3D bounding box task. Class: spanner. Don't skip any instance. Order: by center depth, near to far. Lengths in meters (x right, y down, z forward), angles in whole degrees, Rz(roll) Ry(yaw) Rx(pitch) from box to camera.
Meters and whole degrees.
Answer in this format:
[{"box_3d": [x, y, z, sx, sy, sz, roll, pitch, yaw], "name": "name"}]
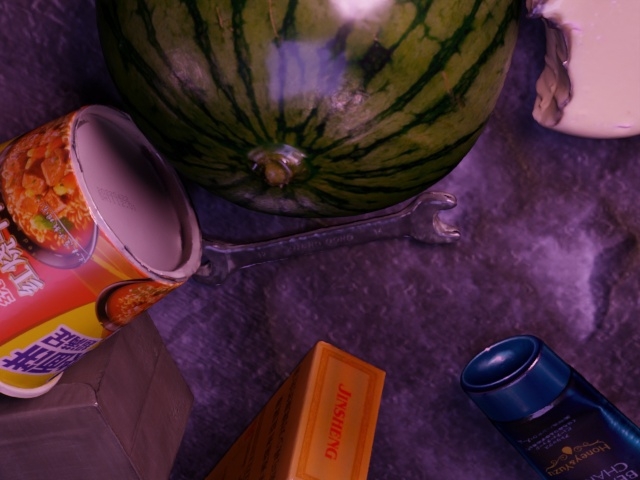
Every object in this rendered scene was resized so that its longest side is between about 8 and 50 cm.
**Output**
[{"box_3d": [0.000, 0.000, 1.615, 0.254, 0.015, 0.054, -11, 128, 20], "name": "spanner"}]

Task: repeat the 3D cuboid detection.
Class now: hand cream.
[{"box_3d": [0.234, 0.182, 1.710, 0.120, 0.061, 0.270, -28, 128, 25], "name": "hand cream"}]

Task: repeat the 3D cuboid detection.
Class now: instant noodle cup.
[{"box_3d": [-0.211, -0.003, 1.545, 0.174, 0.213, 0.213, -29, 120, 22], "name": "instant noodle cup"}]

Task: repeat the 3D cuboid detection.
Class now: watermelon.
[{"box_3d": [-0.020, -0.137, 1.394, 0.330, 0.189, 0.331, 2, 130, 3], "name": "watermelon"}]

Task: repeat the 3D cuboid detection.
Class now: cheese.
[{"box_3d": [0.256, -0.149, 1.388, 0.248, 0.071, 0.163, 0, 123, -13], "name": "cheese"}]

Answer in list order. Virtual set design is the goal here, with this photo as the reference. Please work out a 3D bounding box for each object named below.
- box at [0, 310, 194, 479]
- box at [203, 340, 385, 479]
[{"box_3d": [-0.258, 0.156, 1.719, 0.231, 0.149, 0.155, -11, 128, 20], "name": "box"}, {"box_3d": [-0.047, 0.240, 1.732, 0.076, 0.174, 0.274, 28, 130, -12], "name": "box"}]
